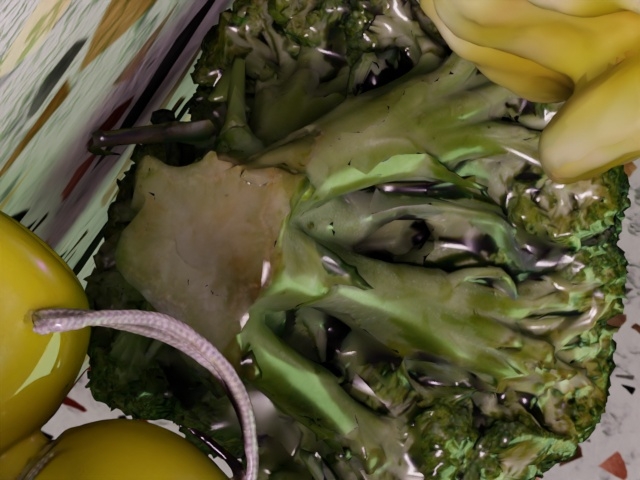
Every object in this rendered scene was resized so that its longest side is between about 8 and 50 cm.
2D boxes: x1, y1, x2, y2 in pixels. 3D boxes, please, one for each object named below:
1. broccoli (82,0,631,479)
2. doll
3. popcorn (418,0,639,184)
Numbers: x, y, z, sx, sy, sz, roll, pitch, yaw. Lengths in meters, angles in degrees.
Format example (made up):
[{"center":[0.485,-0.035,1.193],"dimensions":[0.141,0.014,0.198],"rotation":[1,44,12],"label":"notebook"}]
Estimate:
[{"center":[0.000,0.000,0.932],"dimensions":[0.283,0.304,0.321],"rotation":[5,99,-64],"label":"broccoli"},{"center":[-0.076,0.096,0.663],"dimensions":[0.135,0.221,0.143],"rotation":[-50,178,-5],"label":"doll"},{"center":[0.168,-0.193,0.777],"dimensions":[0.334,0.293,0.292],"rotation":[-15,174,-39],"label":"popcorn"}]
